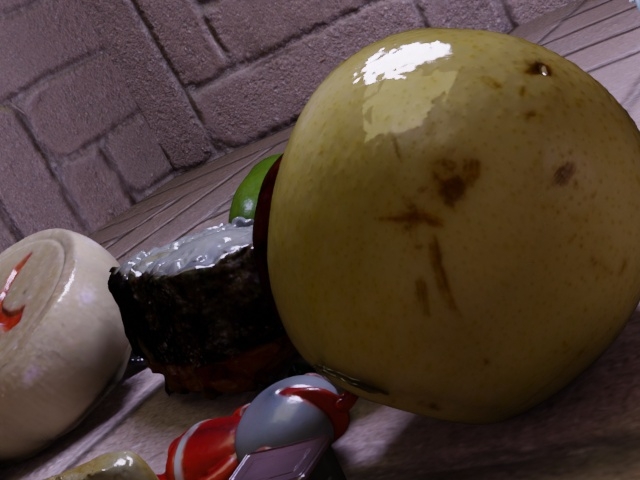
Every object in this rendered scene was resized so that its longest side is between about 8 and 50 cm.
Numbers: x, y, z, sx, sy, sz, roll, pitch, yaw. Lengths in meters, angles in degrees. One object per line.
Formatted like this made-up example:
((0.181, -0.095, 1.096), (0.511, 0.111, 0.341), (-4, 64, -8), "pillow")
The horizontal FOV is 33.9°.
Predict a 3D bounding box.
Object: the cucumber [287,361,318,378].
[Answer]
((-0.007, 0.148, 1.018), (0.036, 0.033, 0.184), (-52, 15, -4), "cucumber")

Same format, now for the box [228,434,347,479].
((-0.023, 0.193, 0.788), (0.084, 0.063, 0.060), (-20, 16, 30), "box")

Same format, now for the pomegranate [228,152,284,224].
((-0.008, 0.005, 1.373), (0.190, 0.240, 0.159), (127, 161, -58), "pomegranate")

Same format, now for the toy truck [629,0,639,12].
((0.449, -0.248, 1.299), (0.080, 0.178, 0.115), (-22, 15, 31), "toy truck")

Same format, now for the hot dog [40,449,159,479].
((-0.243, 0.251, 0.897), (0.242, 0.084, 0.073), (-25, 7, 4), "hot dog")

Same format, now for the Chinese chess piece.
((-0.404, 0.141, 1.427), (0.338, 0.140, 0.338), (-27, 34, 20), "Chinese chess piece")

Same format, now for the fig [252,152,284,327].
((0.038, 0.006, 1.042), (0.235, 0.235, 0.214), (-35, 28, -28), "fig")

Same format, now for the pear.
((0.106, -0.010, 0.813), (0.309, 0.309, 0.309), (-27, 12, 6), "pear")

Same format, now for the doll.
((-0.058, 0.175, 0.917), (0.245, 0.076, 0.142), (-26, 19, 33), "doll")

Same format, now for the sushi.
((-0.113, 0.075, 1.222), (0.196, 0.182, 0.343), (-32, 14, -25), "sushi")

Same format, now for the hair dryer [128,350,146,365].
((-0.348, 0.186, 1.532), (0.278, 0.090, 0.135), (-37, 14, -12), "hair dryer")
